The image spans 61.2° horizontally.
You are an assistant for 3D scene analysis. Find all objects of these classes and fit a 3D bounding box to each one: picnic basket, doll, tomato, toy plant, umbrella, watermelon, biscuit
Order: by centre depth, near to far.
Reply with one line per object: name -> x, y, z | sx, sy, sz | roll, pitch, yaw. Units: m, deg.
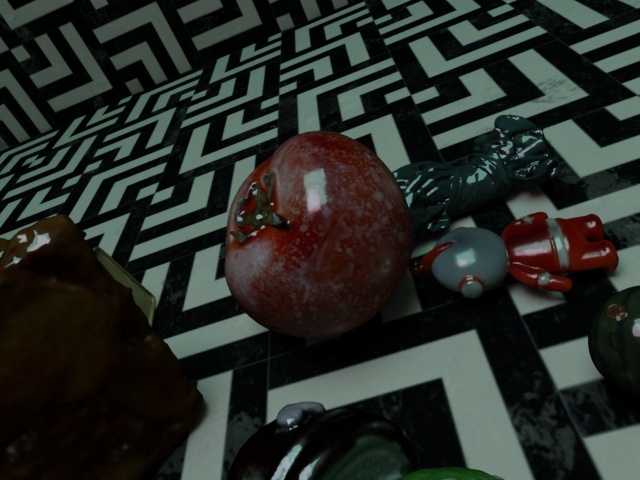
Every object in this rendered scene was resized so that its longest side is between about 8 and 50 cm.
toy plant -> 0.043, 0.232, 0.437 | 0.218, 0.175, 0.235 | 2, 4, -45
watermelon -> 0.313, 0.084, 0.512 | 0.105, 0.105, 0.133 | 4, 65, 36
biscuit -> -0.363, 0.204, 0.597 | 0.166, 0.343, 0.395 | 14, 48, 47
doll -> 0.234, 0.020, 0.686 | 0.245, 0.076, 0.142 | -12, 35, 13
tomato -> 0.000, 0.000, 0.720 | 0.270, 0.227, 0.270 | -36, 41, 38
umbrella -> 0.186, -0.079, 0.832 | 0.348, 0.094, 0.143 | -23, 30, 8
picnic basket -> -0.350, 0.103, 0.875 | 0.079, 0.164, 0.115 | -28, 34, 12
